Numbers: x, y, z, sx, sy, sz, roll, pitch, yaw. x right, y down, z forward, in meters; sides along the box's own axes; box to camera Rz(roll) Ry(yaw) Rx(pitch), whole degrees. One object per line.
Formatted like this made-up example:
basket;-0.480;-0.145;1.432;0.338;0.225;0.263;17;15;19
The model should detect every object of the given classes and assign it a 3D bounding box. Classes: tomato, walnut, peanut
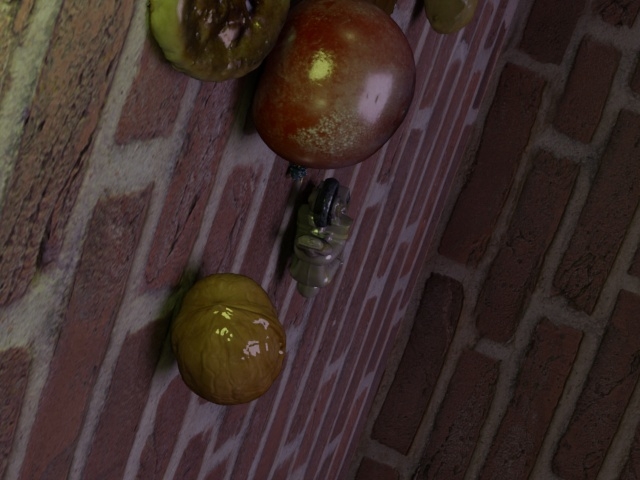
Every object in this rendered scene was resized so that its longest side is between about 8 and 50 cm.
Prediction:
tomato;0.027;-0.235;1.693;0.270;0.227;0.270;21;90;-79
walnut;-0.142;0.153;1.752;0.226;0.193;0.193;90;26;-52
peanut;0.306;-0.591;2.387;0.147;0.147;0.319;-45;151;-58

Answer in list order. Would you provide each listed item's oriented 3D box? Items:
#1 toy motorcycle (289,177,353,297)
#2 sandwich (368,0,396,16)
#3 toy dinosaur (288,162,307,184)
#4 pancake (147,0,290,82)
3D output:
toy motorcycle;0.000;0.000;2.197;0.341;0.108;0.223;76;32;-79
sandwich;0.100;-0.483;1.931;0.212;0.063;0.245;-21;131;-69
toy dinosaur;-0.031;-0.143;2.019;0.083;0.030;0.047;-64;167;-11
pancake;-0.093;-0.362;1.385;0.356;0.065;0.356;19;90;-74
